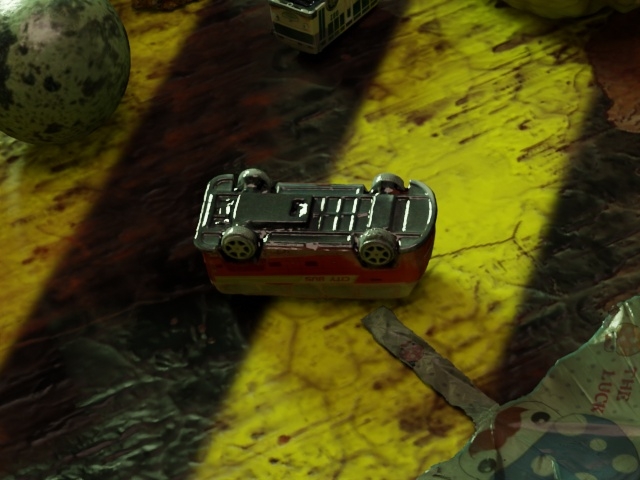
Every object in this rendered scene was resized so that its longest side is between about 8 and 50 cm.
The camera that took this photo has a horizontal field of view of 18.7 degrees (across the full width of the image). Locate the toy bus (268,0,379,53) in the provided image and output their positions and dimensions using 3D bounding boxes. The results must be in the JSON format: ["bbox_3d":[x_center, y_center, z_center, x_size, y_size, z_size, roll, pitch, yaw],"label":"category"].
[{"bbox_3d":[0.003,-0.202,1.641,0.052,0.058,0.102,22,47,29],"label":"toy bus"}]

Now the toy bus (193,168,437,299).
[{"bbox_3d":[0.000,0.000,1.419,0.174,0.077,0.079,2,45,9],"label":"toy bus"}]

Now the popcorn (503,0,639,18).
[{"bbox_3d":[0.219,-0.343,1.645,0.292,0.293,0.334,16,68,-26],"label":"popcorn"}]

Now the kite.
[{"bbox_3d":[0.130,0.132,1.313,0.335,0.011,0.314,-35,50,-26],"label":"kite"}]

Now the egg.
[{"bbox_3d":[-0.219,-0.151,1.568,0.132,0.132,0.172,-7,33,1],"label":"egg"}]

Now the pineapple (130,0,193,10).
[{"bbox_3d":[-0.127,-0.224,1.710,0.083,0.019,0.045,-34,47,-28],"label":"pineapple"}]
